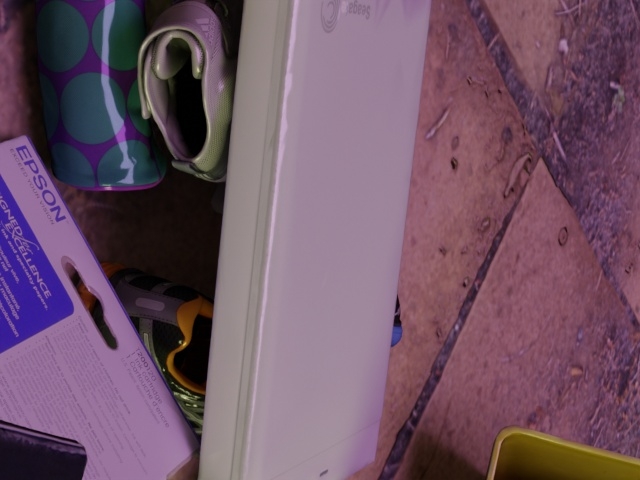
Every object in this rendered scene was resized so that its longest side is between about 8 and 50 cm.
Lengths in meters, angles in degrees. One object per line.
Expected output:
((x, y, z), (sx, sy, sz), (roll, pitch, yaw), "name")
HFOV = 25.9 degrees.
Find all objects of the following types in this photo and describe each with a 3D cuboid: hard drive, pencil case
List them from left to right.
((-0.123, -0.105, 0.780), (0.070, 0.064, 0.152), (-12, 103, -44), "pencil case")
((0.000, 0.000, 0.826), (0.203, 0.040, 0.308), (-12, 110, -65), "hard drive")

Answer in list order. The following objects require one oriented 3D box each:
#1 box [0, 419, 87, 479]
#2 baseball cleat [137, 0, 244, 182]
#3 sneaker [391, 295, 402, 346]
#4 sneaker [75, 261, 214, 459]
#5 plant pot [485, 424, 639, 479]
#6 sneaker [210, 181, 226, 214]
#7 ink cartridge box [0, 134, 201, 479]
((-0.277, 0.186, 0.417), (0.179, 0.312, 0.343), (26, 73, -50), "box")
((-0.054, -0.137, 0.770), (0.109, 0.072, 0.206), (12, 78, -73), "baseball cleat")
((-0.004, 0.022, 0.958), (0.188, 0.067, 0.078), (29, 57, -51), "sneaker")
((-0.066, 0.087, 0.863), (0.215, 0.083, 0.084), (41, 61, -48), "sneaker")
((0.211, 0.284, 1.127), (0.187, 0.212, 0.212), (95, 10, -78), "plant pot")
((-0.045, -0.132, 0.867), (0.094, 0.090, 0.235), (-23, 110, -34), "sneaker")
((-0.158, 0.058, 0.683), (0.206, 0.045, 0.208), (61, 21, -2), "ink cartridge box")
